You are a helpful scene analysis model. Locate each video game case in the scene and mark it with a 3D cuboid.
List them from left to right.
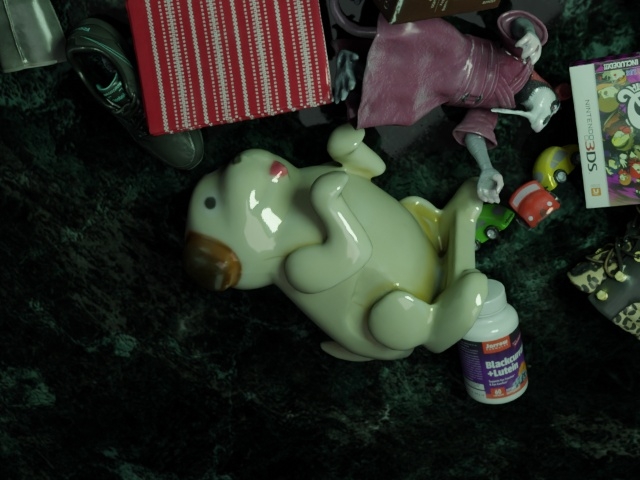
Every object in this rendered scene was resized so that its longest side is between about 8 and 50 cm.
[{"bbox_3d":[0.467,-0.155,1.062,0.232,0.042,0.210,-4,113,25],"label":"video game case"}]

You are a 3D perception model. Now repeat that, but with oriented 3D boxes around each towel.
[{"bbox_3d":[-0.128,-0.261,1.080,0.274,0.031,0.199,-8,95,11],"label":"towel"}]

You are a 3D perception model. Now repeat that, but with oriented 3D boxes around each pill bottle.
[{"bbox_3d":[0.282,0.166,1.316,0.108,0.108,0.193,-12,114,7],"label":"pill bottle"}]

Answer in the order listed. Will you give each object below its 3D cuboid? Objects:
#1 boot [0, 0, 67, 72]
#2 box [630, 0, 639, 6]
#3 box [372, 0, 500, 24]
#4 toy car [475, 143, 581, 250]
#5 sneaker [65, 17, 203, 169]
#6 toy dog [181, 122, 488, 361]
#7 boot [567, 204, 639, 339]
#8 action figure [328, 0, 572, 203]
[{"bbox_3d":[-0.473,-0.346,1.128,0.189,0.076,0.208,-3,121,5],"label":"boot"},{"bbox_3d":[0.552,-0.401,1.028,0.165,0.143,0.270,24,113,-11],"label":"box"},{"bbox_3d":[0.125,-0.393,0.935,0.167,0.203,0.168,-17,150,-23],"label":"box"},{"bbox_3d":[0.287,-0.054,1.194,0.053,0.239,0.225,49,132,-2],"label":"toy car"},{"bbox_3d":[-0.280,-0.200,1.164,0.101,0.106,0.267,-36,110,16],"label":"sneaker"},{"bbox_3d":[0.000,0.000,1.188,0.408,0.285,0.395,22,144,-9],"label":"toy dog"},{"bbox_3d":[0.499,-0.026,1.213,0.377,0.138,0.284,35,111,-20],"label":"boot"},{"bbox_3d":[0.189,-0.234,1.120,0.370,0.276,0.248,8,126,-24],"label":"action figure"}]
